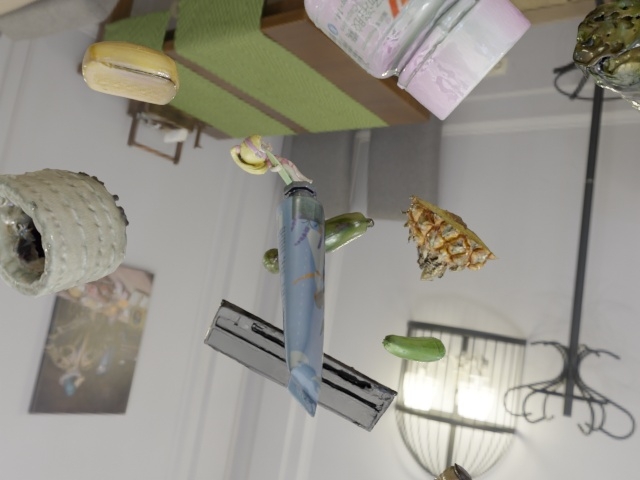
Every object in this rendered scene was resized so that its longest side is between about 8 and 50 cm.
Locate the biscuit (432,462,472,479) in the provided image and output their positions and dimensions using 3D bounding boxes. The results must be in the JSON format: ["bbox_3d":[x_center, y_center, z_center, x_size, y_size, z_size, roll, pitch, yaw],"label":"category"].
[{"bbox_3d":[0.168,0.457,1.016,0.055,0.219,0.061,39,-166,-16],"label":"biscuit"}]

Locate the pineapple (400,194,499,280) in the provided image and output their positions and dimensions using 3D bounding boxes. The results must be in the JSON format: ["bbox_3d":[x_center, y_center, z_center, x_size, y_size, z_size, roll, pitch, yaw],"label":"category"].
[{"bbox_3d":[0.240,0.001,1.350,0.139,0.164,0.250,24,-156,-45],"label":"pineapple"}]

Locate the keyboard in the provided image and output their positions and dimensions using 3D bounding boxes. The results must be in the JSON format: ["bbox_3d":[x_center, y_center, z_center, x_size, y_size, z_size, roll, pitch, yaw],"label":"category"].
[{"bbox_3d":[-0.029,0.162,0.770,0.250,0.087,0.017,27,-147,0],"label":"keyboard"}]

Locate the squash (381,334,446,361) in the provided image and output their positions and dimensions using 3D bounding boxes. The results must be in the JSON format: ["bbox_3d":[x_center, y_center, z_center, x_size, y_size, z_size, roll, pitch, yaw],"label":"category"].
[{"bbox_3d":[0.094,0.106,0.593,0.089,0.027,0.027,11,172,-43],"label":"squash"}]

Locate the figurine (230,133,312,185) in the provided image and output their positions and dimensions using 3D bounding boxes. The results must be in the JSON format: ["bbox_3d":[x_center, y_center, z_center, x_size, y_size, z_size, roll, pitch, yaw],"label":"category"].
[{"bbox_3d":[-0.106,-0.163,1.310,0.187,0.083,0.083,31,167,-9],"label":"figurine"}]

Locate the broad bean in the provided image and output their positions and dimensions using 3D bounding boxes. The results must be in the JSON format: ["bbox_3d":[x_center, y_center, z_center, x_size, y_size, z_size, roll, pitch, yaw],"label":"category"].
[{"bbox_3d":[0.000,0.000,0.900,0.213,0.048,0.070,-26,171,-34],"label":"broad bean"}]

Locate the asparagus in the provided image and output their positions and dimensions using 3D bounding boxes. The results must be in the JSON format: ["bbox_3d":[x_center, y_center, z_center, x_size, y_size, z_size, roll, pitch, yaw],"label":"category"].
[{"bbox_3d":[0.520,-0.232,0.901,0.382,0.108,0.128,15,163,-38],"label":"asparagus"}]

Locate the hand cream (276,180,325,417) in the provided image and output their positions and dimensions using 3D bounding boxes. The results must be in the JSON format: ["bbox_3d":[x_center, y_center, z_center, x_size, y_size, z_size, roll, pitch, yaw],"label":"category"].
[{"bbox_3d":[-0.020,0.052,0.672,0.058,0.271,0.091,-9,145,10],"label":"hand cream"}]

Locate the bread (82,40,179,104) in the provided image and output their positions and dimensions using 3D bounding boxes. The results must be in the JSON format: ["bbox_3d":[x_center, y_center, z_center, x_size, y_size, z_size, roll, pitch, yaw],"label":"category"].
[{"bbox_3d":[-0.230,-0.212,0.740,0.115,0.056,0.082,9,161,-16],"label":"bread"}]

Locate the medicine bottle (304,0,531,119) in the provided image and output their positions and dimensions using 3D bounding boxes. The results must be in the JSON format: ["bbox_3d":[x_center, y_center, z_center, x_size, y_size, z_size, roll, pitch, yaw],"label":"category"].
[{"bbox_3d":[0.152,-0.364,0.958,0.302,0.241,0.241,42,170,1],"label":"medicine bottle"}]

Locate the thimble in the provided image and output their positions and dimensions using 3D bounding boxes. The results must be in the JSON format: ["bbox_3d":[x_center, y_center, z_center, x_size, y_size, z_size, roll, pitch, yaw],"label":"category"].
[{"bbox_3d":[-0.248,-0.009,0.562,0.102,0.115,0.090,-33,174,33],"label":"thimble"}]
